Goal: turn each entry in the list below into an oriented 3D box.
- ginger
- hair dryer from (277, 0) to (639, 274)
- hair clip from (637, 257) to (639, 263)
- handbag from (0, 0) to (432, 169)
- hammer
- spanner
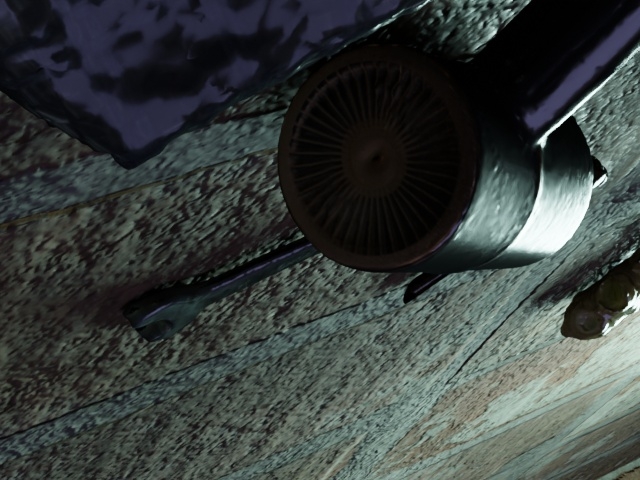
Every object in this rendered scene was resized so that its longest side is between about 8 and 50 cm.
[{"bbox_3d":[0.287,0.036,1.373,0.069,0.051,0.173,-22,156,-40],"label":"ginger"},{"bbox_3d":[0.152,-0.116,0.703,0.352,0.107,0.189,-43,161,20],"label":"hair dryer"},{"bbox_3d":[0.381,-0.063,1.212,0.292,0.085,0.106,-32,165,24],"label":"hair clip"},{"bbox_3d":[-0.013,-0.130,0.439,0.270,0.089,0.175,-27,153,-9],"label":"handbag"},{"bbox_3d":[0.124,-0.007,1.054,0.178,0.021,0.065,-34,161,21],"label":"hammer"},{"bbox_3d":[0.000,0.000,0.884,0.254,0.015,0.054,-25,159,-16],"label":"spanner"}]
